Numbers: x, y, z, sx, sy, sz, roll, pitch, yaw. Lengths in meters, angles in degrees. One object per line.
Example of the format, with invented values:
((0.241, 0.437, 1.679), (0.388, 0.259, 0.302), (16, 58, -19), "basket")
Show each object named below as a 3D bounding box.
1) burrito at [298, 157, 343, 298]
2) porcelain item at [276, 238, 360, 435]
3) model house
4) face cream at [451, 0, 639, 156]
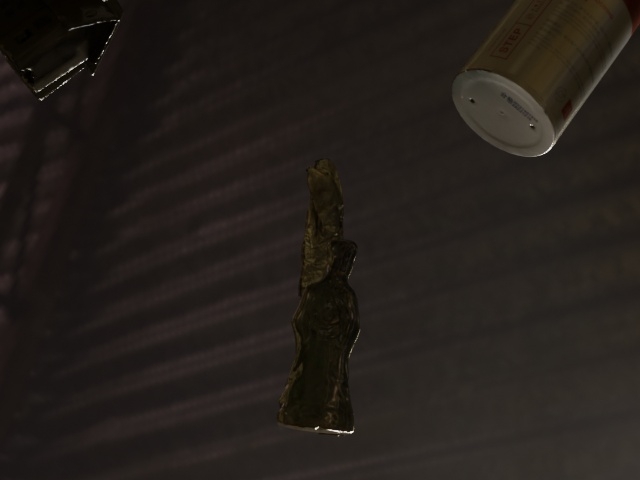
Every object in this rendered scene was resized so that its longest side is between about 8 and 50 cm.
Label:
((0.001, 0.001, 2.187), (0.063, 0.058, 0.229), (41, -42, 54), "burrito")
((0.004, 0.103, 1.843), (0.081, 0.069, 0.215), (3, -102, 23), "porcelain item")
((-0.334, -0.330, 2.254), (0.243, 0.211, 0.204), (-37, -129, -6), "model house")
((0.203, -0.176, 1.379), (0.096, 0.096, 0.214), (-4, -138, 55), "face cream")
